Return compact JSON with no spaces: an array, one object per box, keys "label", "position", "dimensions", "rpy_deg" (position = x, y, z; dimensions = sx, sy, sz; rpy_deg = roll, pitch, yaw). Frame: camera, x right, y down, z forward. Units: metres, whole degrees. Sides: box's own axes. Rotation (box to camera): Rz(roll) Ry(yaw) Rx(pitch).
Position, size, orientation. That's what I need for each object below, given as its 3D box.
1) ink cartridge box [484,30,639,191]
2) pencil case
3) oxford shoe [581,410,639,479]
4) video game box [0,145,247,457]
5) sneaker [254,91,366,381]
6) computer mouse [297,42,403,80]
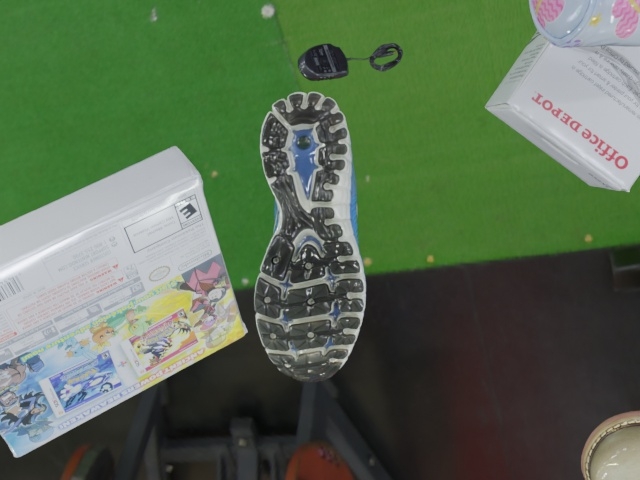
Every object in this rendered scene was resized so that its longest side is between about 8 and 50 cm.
[{"label":"ink cartridge box","position":[0.428,-0.259,1.301],"dimensions":[0.223,0.129,0.307],"rpy_deg":[34,92,-9]},{"label":"pencil case","position":[0.374,-0.284,1.013],"dimensions":[0.273,0.113,0.124],"rpy_deg":[-7,111,-25]},{"label":"oxford shoe","position":[0.406,0.256,0.712],"dimensions":[0.397,0.146,0.140],"rpy_deg":[20,105,18]},{"label":"video game box","position":[-0.166,0.049,0.648],"dimensions":[0.205,0.048,0.187],"rpy_deg":[-27,137,-16]},{"label":"sneaker","position":[0.000,0.000,1.039],"dimensions":[0.130,0.147,0.329],"rpy_deg":[2,88,11]},{"label":"computer mouse","position":[0.060,-0.359,1.775],"dimensions":[0.242,0.071,0.041],"rpy_deg":[-11,167,-26]}]
